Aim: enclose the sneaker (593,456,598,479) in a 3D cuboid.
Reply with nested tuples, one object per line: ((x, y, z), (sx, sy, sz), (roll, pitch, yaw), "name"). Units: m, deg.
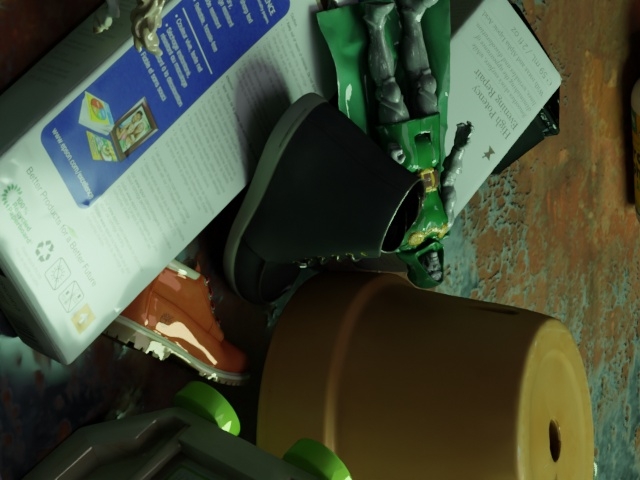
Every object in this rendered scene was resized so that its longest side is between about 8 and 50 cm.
((0.170, 0.227, 1.655), (0.271, 0.108, 0.100), (-11, 116, -44), "sneaker")

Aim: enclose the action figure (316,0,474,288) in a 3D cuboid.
((0.071, -0.074, 1.326), (0.137, 0.063, 0.232), (-17, 106, -33), "action figure")

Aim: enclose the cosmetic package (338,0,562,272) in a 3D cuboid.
((0.088, -0.094, 1.416), (0.117, 0.085, 0.231), (48, 67, -26), "cosmetic package")

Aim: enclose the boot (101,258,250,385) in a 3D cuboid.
((-0.098, 0.062, 1.320), (0.158, 0.059, 0.084), (34, 75, -49), "boot")

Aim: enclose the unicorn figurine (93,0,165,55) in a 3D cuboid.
((-0.154, -0.200, 1.115), (0.060, 0.162, 0.111), (-49, 164, -30), "unicorn figurine")

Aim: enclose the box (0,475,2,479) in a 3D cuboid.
((-0.271, 0.156, 1.135), (0.105, 0.043, 0.179), (-23, 102, -41), "box")

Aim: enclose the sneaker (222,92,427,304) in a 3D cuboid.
((0.000, 0.000, 1.303), (0.083, 0.118, 0.222), (-42, 161, -36), "sneaker")

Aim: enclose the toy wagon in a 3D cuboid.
((-0.093, 0.239, 1.173), (0.267, 0.344, 0.068), (-42, 135, -29), "toy wagon")

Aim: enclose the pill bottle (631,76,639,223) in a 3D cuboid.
((0.379, -0.112, 1.735), (0.117, 0.117, 0.208), (-34, 130, -35), "pill bottle")

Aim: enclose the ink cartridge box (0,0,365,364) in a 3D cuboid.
((-0.110, -0.098, 1.229), (0.371, 0.069, 0.176), (-45, 135, -23), "ink cartridge box")

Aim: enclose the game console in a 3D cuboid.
((0.170, -0.140, 1.570), (0.122, 0.071, 0.107), (48, 39, -48), "game console")

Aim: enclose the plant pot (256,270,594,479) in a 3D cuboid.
((0.102, 0.164, 1.398), (0.291, 0.203, 0.291), (-4, 90, -65), "plant pot")
